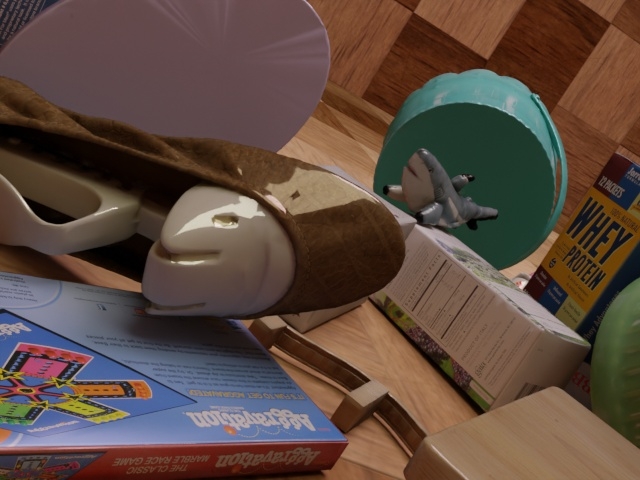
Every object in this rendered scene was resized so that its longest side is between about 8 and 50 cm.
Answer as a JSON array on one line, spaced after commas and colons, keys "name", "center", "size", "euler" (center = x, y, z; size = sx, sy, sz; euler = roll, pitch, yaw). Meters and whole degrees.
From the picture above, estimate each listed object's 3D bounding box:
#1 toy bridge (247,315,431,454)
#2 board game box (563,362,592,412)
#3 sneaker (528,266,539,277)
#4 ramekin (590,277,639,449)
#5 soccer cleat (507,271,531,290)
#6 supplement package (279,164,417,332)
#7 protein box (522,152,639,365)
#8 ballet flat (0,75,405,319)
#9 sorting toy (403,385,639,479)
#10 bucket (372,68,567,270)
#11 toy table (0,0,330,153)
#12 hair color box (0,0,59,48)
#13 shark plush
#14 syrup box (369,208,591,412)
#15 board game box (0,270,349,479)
[{"name": "toy bridge", "center": [0.030, 0.117, 0.599], "size": [0.188, 0.026, 0.063], "euler": [37, 14, 17]}, {"name": "board game box", "center": [0.429, 0.218, 1.002], "size": [0.318, 0.066, 0.318], "euler": [38, 16, 24]}, {"name": "sneaker", "center": [0.423, 0.058, 1.546], "size": [0.047, 0.057, 0.119], "euler": [36, 13, 22]}, {"name": "ramekin", "center": [0.392, 0.140, 0.694], "size": [0.303, 0.148, 0.303], "euler": [11, 63, -22]}, {"name": "soccer cleat", "center": [0.227, 0.082, 1.018], "size": [0.068, 0.076, 0.196], "euler": [33, 15, 6]}, {"name": "supplement package", "center": [0.000, 0.000, 0.765], "size": [0.105, 0.105, 0.179], "euler": [36, 15, 14]}, {"name": "protein box", "center": [0.365, 0.049, 0.901], "size": [0.201, 0.200, 0.136], "euler": [26, 15, -15]}, {"name": "ballet flat", "center": [-0.119, -0.018, 0.516], "size": [0.342, 0.116, 0.124], "euler": [21, 25, 3]}, {"name": "sorting toy", "center": [0.179, 0.210, 0.472], "size": [0.257, 0.089, 0.255], "euler": [39, 16, 26]}, {"name": "bucket", "center": [0.204, -0.091, 1.180], "size": [0.281, 0.281, 0.183], "euler": [32, 23, 0]}, {"name": "toy table", "center": [-0.146, -0.136, 0.698], "size": [0.274, 0.252, 0.161], "euler": [-10, 21, -19]}, {"name": "hair color box", "center": [-0.433, -0.311, 0.907], "size": [0.347, 0.105, 0.174], "euler": [18, 19, -41]}, {"name": "shark plush", "center": [0.146, -0.045, 0.911], "size": [0.161, 0.067, 0.073], "euler": [23, 15, -29]}, {"name": "syrup box", "center": [0.142, 0.068, 0.848], "size": [0.093, 0.096, 0.237], "euler": [20, 16, -43]}, {"name": "board game box", "center": [-0.119, 0.070, 0.447], "size": [0.281, 0.027, 0.145], "euler": [15, 20, -49]}]
